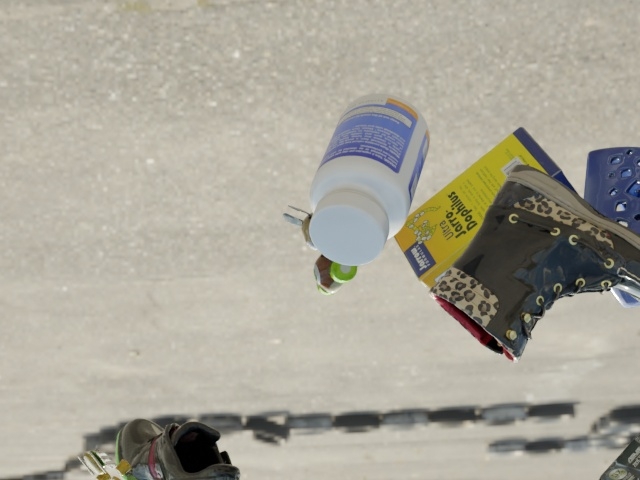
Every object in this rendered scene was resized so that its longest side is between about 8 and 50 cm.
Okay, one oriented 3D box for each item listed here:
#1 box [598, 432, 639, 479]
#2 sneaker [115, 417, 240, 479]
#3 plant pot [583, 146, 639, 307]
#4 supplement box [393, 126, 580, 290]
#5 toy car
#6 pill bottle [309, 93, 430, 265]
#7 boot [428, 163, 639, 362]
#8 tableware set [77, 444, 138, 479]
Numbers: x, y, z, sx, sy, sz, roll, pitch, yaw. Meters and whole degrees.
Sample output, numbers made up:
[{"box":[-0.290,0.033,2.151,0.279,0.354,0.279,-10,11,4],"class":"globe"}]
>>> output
[{"box":[0.615,0.416,1.836,0.147,0.180,0.077,42,179,-22],"class":"box"},{"box":[-0.282,0.465,2.161,0.185,0.202,0.482,12,-176,-35],"class":"sneaker"},{"box":[0.630,-0.035,1.910,0.212,0.236,0.236,-11,140,32],"class":"plant pot"},{"box":[0.361,-0.026,2.142,0.356,0.195,0.194,-39,126,10],"class":"supplement box"},{"box":[0.000,0.000,2.060,0.188,0.149,0.155,39,162,-1],"class":"toy car"},{"box":[0.070,-0.091,1.553,0.152,0.272,0.152,10,132,12],"class":"pill bottle"},{"box":[0.392,0.082,1.688,0.377,0.284,0.138,39,169,11],"class":"boot"},{"box":[-0.349,0.390,1.731,0.024,0.104,0.154,-41,-171,-33],"class":"tableware set"}]
